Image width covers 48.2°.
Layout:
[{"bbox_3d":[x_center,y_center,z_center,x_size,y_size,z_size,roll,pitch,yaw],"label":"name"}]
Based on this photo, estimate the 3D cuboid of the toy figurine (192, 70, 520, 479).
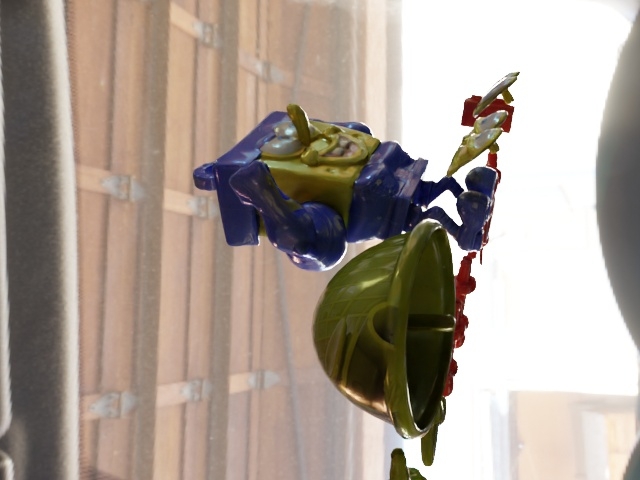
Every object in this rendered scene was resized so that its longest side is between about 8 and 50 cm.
[{"bbox_3d":[0.000,0.000,0.493,0.362,0.217,0.191,-57,-25,-53],"label":"toy figurine"}]
